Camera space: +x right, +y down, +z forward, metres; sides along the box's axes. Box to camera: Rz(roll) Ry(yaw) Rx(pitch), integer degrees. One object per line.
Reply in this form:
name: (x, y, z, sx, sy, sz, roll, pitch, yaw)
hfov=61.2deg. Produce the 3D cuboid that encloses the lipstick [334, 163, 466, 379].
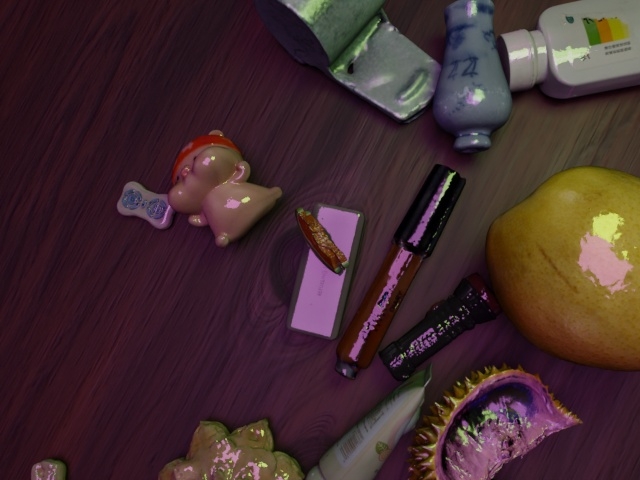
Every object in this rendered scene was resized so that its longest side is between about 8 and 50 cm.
lipstick: (0.140, 0.058, 0.980, 0.077, 0.077, 0.418, 28, 89, 11)

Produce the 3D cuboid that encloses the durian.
durian: (0.240, 0.304, 0.882, 0.260, 0.186, 0.153, -25, 77, -26)

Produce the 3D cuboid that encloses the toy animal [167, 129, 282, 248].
toy animal: (-0.189, -0.100, 1.013, 0.171, 0.171, 0.197, -44, 82, 2)

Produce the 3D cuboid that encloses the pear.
pear: (0.412, 0.043, 0.826, 0.314, 0.314, 0.314, -1, 83, 9)

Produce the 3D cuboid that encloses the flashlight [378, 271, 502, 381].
flashlight: (0.206, 0.155, 0.954, 0.232, 0.093, 0.093, -37, 79, 7)

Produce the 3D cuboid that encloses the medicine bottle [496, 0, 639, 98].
medicine bottle: (0.472, -0.344, 0.960, 0.296, 0.111, 0.161, -9, 77, 9)

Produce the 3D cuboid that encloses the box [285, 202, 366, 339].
box: (0.011, 0.058, 1.011, 0.103, 0.055, 0.243, 13, 85, 10)

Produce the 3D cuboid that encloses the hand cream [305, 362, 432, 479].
hand cream: (0.092, 0.335, 0.931, 0.093, 0.147, 0.306, 38, 96, 12)

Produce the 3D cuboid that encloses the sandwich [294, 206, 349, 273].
sandwich: (-0.001, -0.001, 0.958, 0.029, 0.067, 0.135, -33, 89, -19)

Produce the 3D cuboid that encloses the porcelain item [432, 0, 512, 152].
porcelain item: (0.268, -0.288, 0.963, 0.141, 0.141, 0.259, -1, 90, 9)

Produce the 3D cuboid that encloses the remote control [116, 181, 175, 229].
remote control: (-0.351, -0.071, 1.096, 0.122, 0.032, 0.074, 19, 86, 10)

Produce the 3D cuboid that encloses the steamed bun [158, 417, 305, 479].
steamed bun: (-0.165, 0.461, 0.950, 0.292, 0.137, 0.295, 24, 89, 14)

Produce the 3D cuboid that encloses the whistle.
whistle: (0.048, -0.394, 1.025, 0.405, 0.188, 0.168, 42, 85, -21)

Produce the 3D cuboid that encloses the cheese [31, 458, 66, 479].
cheese: (-0.522, 0.523, 1.043, 0.065, 0.043, 0.194, -8, 82, 7)
